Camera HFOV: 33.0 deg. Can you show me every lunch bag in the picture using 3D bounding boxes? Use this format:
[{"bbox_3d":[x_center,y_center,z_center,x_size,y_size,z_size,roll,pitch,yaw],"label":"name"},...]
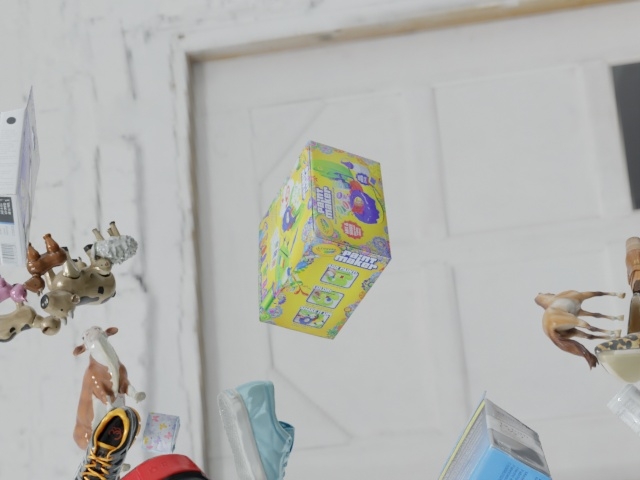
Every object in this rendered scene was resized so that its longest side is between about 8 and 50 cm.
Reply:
[{"bbox_3d":[-0.339,0.412,2.286,0.053,0.071,0.083,96,-178,-51],"label":"lunch bag"}]

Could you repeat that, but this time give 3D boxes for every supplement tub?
[{"bbox_3d":[0.635,0.343,2.160,0.107,0.071,0.071,44,173,19],"label":"supplement tub"}]

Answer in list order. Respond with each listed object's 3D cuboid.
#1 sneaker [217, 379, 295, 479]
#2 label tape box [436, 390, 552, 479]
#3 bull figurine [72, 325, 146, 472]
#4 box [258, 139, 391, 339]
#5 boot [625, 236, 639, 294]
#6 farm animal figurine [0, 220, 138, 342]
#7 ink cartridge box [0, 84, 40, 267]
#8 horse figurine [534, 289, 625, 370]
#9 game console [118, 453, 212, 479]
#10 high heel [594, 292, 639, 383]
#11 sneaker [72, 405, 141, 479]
[{"bbox_3d":[-0.109,0.480,2.399,0.135,0.150,0.366,26,132,61],"label":"sneaker"},{"bbox_3d":[0.260,0.412,1.766,0.249,0.115,0.347,-63,-5,9],"label":"label tape box"},{"bbox_3d":[-0.443,0.327,2.223,0.188,0.101,0.310,43,131,47],"label":"bull figurine"},{"bbox_3d":[0.000,0.000,2.282,0.290,0.177,0.279,-93,26,-44],"label":"box"},{"bbox_3d":[0.756,0.106,2.534,0.197,0.073,0.152,57,-154,-32],"label":"boot"},{"bbox_3d":[-0.598,0.123,2.468,0.327,0.330,0.172,-17,-108,-43],"label":"farm animal figurine"},{"bbox_3d":[-0.467,-0.097,1.663,0.206,0.045,0.208,106,165,-56],"label":"ink cartridge box"},{"bbox_3d":[0.480,0.148,2.037,0.263,0.174,0.066,-54,-35,-61],"label":"horse figurine"},{"bbox_3d":[-0.278,0.480,1.520,0.060,0.386,0.342,48,174,40],"label":"game console"},{"bbox_3d":[0.536,0.158,1.907,0.093,0.261,0.186,-53,44,31],"label":"high heel"},{"bbox_3d":[-0.370,0.375,1.826,0.083,0.084,0.215,97,-171,-71],"label":"sneaker"}]
